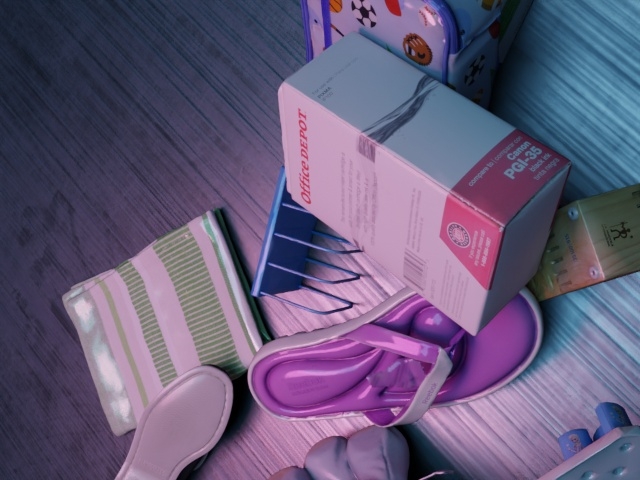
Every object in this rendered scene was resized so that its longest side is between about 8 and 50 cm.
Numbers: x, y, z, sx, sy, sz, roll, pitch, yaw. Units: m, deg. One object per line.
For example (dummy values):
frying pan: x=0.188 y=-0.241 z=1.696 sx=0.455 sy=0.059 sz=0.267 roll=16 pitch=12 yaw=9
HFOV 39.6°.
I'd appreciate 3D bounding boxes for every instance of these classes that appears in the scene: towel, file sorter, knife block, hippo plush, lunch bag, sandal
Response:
towel: x=-0.236 y=0.125 z=1.327 sx=0.325 sy=0.038 sz=0.247 roll=-28 pitch=78 yaw=26
file sorter: x=0.000 y=0.000 z=1.150 sx=0.105 sy=0.118 sz=0.170 roll=17 pitch=99 yaw=24
knife block: x=0.363 y=-0.014 z=0.979 sx=0.276 sy=0.242 sz=0.088 roll=137 pitch=118 yaw=-71
hippo plush: x=0.075 y=0.383 z=1.097 sx=0.294 sy=0.234 sz=0.236 roll=-16 pitch=109 yaw=34
lunch bag: x=0.079 y=-0.221 z=1.021 sx=0.243 sy=0.303 sz=0.115 roll=34 pitch=64 yaw=22
sandal: x=0.080 y=0.164 z=1.088 sx=0.416 sy=0.102 sz=0.169 roll=-23 pitch=107 yaw=32

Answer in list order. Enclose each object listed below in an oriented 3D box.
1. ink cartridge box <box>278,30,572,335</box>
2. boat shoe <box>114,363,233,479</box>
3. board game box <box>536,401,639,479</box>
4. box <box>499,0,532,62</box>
ink cartridge box: x=0.099 y=-0.063 z=0.945 sx=0.283 sy=0.207 sz=0.117 roll=38 pitch=64 yaw=24
boat shoe: x=-0.216 y=0.289 z=1.286 sx=0.114 sy=0.091 sz=0.302 roll=37 pitch=106 yaw=-2
board game box: x=0.255 y=0.356 z=0.900 sx=0.390 sy=0.390 sz=0.050 roll=-42 pitch=31 yaw=22
box: x=0.183 y=-0.280 z=1.059 sx=0.102 sy=0.087 sz=0.101 roll=31 pitch=105 yaw=24
